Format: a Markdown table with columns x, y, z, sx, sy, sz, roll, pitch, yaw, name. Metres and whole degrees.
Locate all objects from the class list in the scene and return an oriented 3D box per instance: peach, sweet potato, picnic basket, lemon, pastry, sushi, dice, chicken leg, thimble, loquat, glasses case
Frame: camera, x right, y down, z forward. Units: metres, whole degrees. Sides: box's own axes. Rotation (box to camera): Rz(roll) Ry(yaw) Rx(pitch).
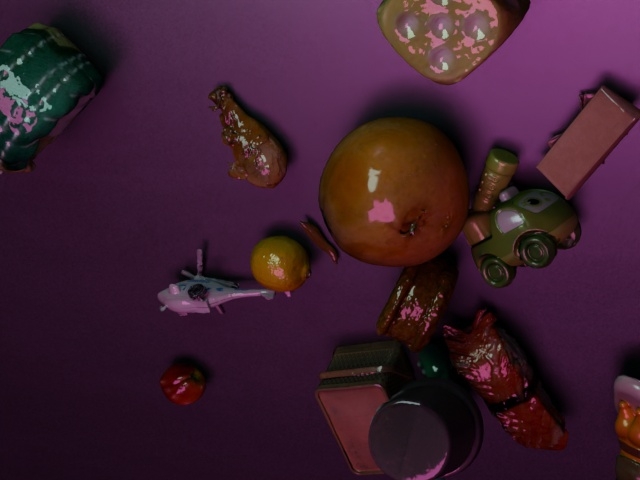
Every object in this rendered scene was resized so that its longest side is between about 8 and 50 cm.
| x | y | z | sx | sy | sz | roll | pitch | yaw | name |
| --- | --- | --- | --- | --- | --- | --- | --- | --- | --- |
| -0.311 | 0.326 | 2.139 | 0.100 | 0.101 | 0.101 | 10 | 125 | 14 | peach |
| 0.000 | 0.000 | 1.843 | 0.026 | 0.026 | 0.115 | -31 | 113 | 34 | sweet potato |
| 0.115 | 0.348 | 1.961 | 0.165 | 0.139 | 0.267 | -10 | 118 | 27 | picnic basket |
| -0.077 | 0.046 | 1.851 | 0.133 | 0.109 | 0.109 | 14 | 127 | 22 | lemon |
| 0.180 | 0.110 | 1.747 | 0.103 | 0.189 | 0.189 | 26 | 128 | 5 | pastry |
| 0.360 | 0.278 | 1.831 | 0.124 | 0.130 | 0.332 | -32 | 113 | 14 | sushi |
| 0.200 | -0.353 | 1.439 | 0.169 | 0.166 | 0.169 | 42 | 127 | -10 | dice |
| -0.141 | -0.185 | 1.743 | 0.101 | 0.085 | 0.207 | -27 | 101 | 45 | chicken leg |
| -0.536 | -0.250 | 1.732 | 0.167 | 0.254 | 0.288 | 43 | 129 | -9 | thimble |
| 0.127 | -0.081 | 1.616 | 0.263 | 0.263 | 0.263 | 10 | 125 | 14 | loquat |
| 0.434 | -0.170 | 1.547 | 0.102 | 0.070 | 0.193 | 50 | 133 | 19 | glasses case |

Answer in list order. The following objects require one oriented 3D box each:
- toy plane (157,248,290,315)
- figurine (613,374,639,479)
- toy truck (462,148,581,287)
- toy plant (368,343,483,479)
| x | y | z | sx | sy | sz | roll | pitch | yaw | name |
| --- | --- | --- | --- | --- | --- | --- | --- | --- | --- |
| -0.202 | 0.118 | 1.951 | 0.273 | 0.107 | 0.182 | 13 | 131 | 7 | toy plane |
| 0.580 | 0.375 | 1.759 | 0.250 | 0.141 | 0.166 | 51 | 165 | -26 | figurine |
| 0.324 | -0.030 | 1.636 | 0.210 | 0.148 | 0.187 | 46 | 132 | 13 | toy truck |
| 0.213 | 0.337 | 1.787 | 0.185 | 0.400 | 0.280 | -26 | 79 | 17 | toy plant |
